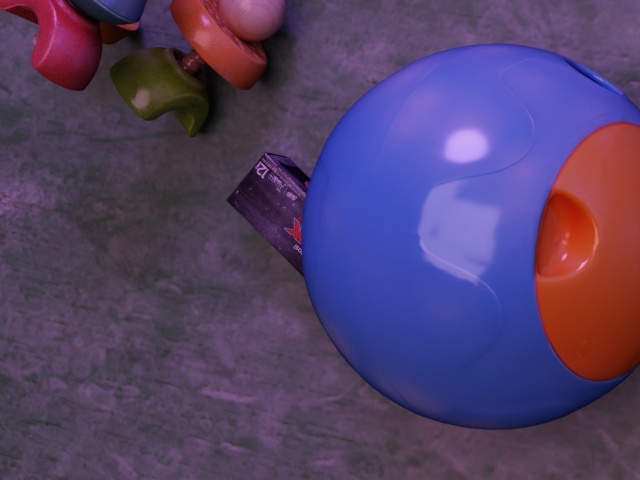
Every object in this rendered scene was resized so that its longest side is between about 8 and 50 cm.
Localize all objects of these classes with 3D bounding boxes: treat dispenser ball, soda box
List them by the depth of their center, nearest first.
[{"bbox_3d":[0.129,-0.002,1.106,0.288,0.288,0.288,0,90,22],"label":"treat dispenser ball"},{"bbox_3d":[0.000,0.000,1.285,0.169,0.053,0.060,45,106,17],"label":"soda box"}]

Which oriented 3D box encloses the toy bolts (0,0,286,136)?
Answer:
[{"bbox_3d":[-0.156,-0.222,1.262,0.158,0.228,0.218,-43,68,17],"label":"toy bolts"}]
